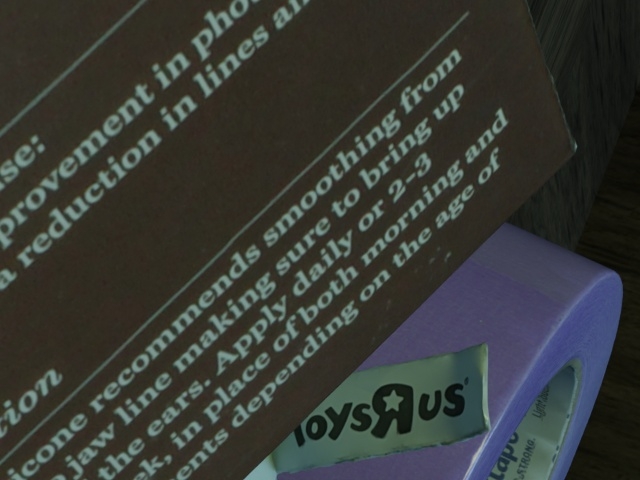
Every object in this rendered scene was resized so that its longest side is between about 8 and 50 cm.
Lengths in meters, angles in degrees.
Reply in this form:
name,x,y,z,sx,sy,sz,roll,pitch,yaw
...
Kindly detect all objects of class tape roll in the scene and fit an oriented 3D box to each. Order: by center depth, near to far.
name,x,y,z,sx,sy,sz,roll,pitch,yaw
tape roll,0.039,0.121,0.888,0.275,0.090,0.275,-54,159,-31

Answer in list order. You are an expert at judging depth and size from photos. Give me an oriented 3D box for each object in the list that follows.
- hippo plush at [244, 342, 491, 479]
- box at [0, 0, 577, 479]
name,x,y,z,sx,sy,sz,roll,pitch,yaw
hippo plush,-0.110,0.130,0.573,0.294,0.234,0.236,-26,-174,42
box,-0.101,-0.087,0.315,0.191,0.143,0.381,-44,147,-11
